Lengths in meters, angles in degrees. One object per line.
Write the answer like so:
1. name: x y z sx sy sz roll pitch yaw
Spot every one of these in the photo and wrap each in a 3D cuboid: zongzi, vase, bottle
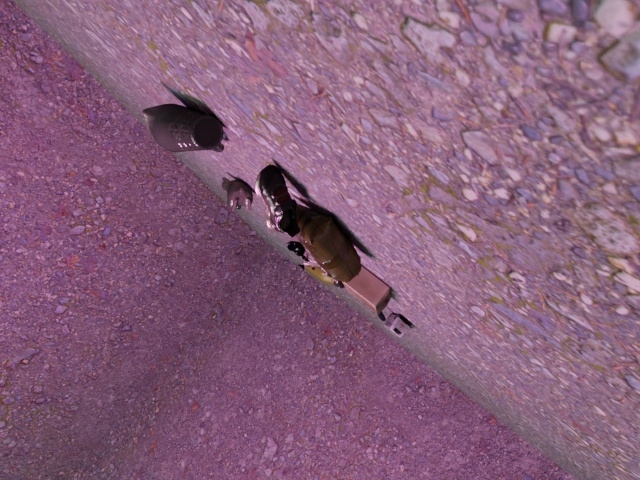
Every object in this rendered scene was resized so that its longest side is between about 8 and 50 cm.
1. zongzi: 0.000 0.000 1.545 0.251 0.125 0.274 55 169 -33
2. vase: -0.400 -0.338 1.519 0.250 0.156 0.300 26 177 -38
3. bottle: 0.031 0.139 2.255 0.260 0.112 0.112 31 169 48

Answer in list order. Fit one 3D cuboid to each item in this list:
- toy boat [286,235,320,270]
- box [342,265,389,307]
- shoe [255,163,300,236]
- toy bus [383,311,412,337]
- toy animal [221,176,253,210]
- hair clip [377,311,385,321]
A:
1. toy boat: -0.057 0.040 2.058 0.141 0.140 0.269 48 -177 -47
2. box: 0.179 0.186 1.857 0.168 0.095 0.212 39 173 17
3. shoe: -0.112 -0.106 1.399 0.112 0.099 0.228 36 147 39
4. toy bus: 0.349 0.392 2.248 0.087 0.089 0.194 41 174 -2
5. toy animal: -0.387 -0.232 2.246 0.125 0.127 0.251 31 -166 -37
6. hair clip: 0.232 0.290 2.256 0.275 0.048 0.083 53 164 -24
